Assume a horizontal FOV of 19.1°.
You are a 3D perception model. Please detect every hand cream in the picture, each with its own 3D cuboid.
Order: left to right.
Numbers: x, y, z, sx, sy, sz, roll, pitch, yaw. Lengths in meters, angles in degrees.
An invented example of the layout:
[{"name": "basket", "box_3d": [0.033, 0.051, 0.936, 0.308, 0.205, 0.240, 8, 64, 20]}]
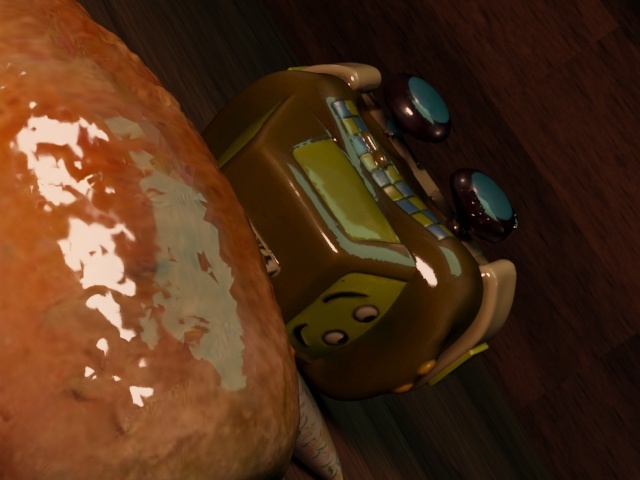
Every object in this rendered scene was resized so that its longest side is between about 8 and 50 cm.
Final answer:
[{"name": "hand cream", "box_3d": [-0.019, 0.101, 1.147, 0.067, 0.042, 0.194, 57, 2, 25]}]

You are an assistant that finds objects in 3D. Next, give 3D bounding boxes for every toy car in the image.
[{"name": "toy car", "box_3d": [0.000, 0.000, 1.330, 0.248, 0.204, 0.198, 56, 29, 10]}]

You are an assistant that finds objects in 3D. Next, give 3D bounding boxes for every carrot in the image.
[{"name": "carrot", "box_3d": [-0.116, -0.030, 0.649, 0.302, 0.138, 0.139, 56, 6, 8]}]
